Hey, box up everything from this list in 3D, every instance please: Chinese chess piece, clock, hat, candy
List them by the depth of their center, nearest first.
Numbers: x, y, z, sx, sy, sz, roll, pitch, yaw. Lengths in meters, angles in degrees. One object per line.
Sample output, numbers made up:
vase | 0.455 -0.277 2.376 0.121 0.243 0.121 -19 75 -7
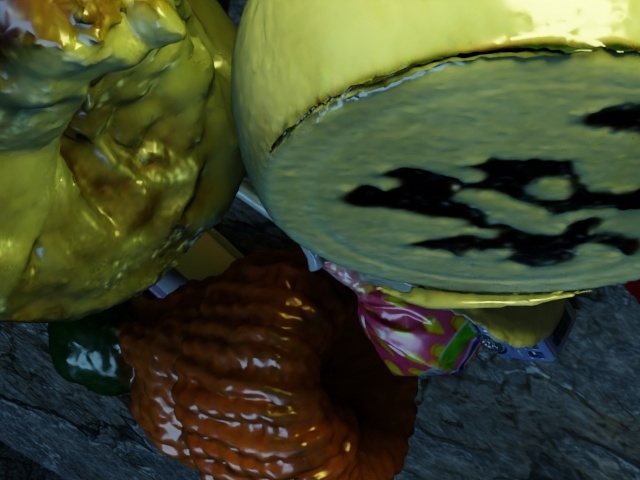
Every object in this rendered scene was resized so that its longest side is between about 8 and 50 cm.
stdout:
Chinese chess piece | 0.121 -0.083 0.938 0.349 0.146 0.349 0 155 0
candy | 0.000 0.000 1.457 0.365 0.124 0.124 36 158 -12
hat | -0.117 0.157 1.662 0.400 0.285 0.285 -4 139 26
clock | -0.164 0.023 1.823 0.192 0.071 0.147 44 156 -19

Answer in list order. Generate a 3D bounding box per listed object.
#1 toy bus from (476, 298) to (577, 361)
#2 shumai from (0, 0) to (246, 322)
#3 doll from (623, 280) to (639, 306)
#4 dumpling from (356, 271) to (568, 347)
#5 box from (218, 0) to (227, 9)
toy bus | 0.159 0.034 1.393 0.076 0.073 0.167 10 149 42
shumai | -0.185 -0.139 0.980 0.323 0.397 0.324 -42 64 57
doll | 0.277 0.033 1.245 0.104 0.062 0.195 41 172 36
dumpling | 0.096 -0.008 1.213 0.227 0.243 0.175 37 145 -15
box | -0.236 -0.261 1.354 0.350 0.091 0.359 35 158 5
